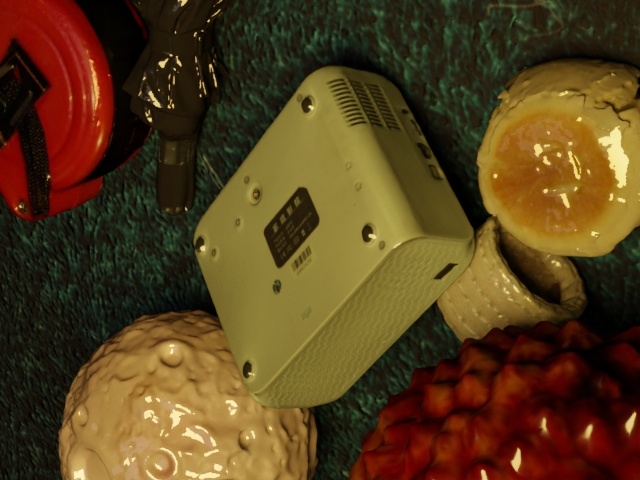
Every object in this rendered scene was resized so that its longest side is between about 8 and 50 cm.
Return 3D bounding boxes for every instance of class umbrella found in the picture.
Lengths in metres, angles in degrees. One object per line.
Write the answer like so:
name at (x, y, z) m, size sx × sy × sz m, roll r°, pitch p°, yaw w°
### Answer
umbrella at (-0.135, -0.174, 1.184) m, size 0.118 × 0.118 × 0.340 m, roll 24°, pitch 129°, yaw 24°

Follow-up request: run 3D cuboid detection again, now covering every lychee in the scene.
lychee at (0.221, 0.298, 0.920) m, size 0.425 × 0.425 × 0.499 m, roll -34°, pitch 85°, yaw 38°

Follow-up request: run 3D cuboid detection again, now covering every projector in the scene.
projector at (0.000, 0.000, 1.099) m, size 0.250 × 0.108 × 0.198 m, roll -50°, pitch 50°, yaw 37°

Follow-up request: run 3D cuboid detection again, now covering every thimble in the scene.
thimble at (0.160, 0.045, 1.061) m, size 0.090 × 0.102 × 0.115 m, roll -50°, pitch 49°, yaw 36°

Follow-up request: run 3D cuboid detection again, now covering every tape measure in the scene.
tape measure at (-0.291, -0.167, 1.272) m, size 0.253 × 0.114 × 0.260 m, roll 50°, pitch 127°, yaw 7°

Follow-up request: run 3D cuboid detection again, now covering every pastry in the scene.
pastry at (0.203, -0.066, 0.998) m, size 0.166 × 0.088 × 0.165 m, roll 10°, pitch 112°, yaw 27°

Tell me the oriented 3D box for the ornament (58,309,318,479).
ornament at (-0.124, 0.188, 1.210) m, size 0.259 × 0.259 × 0.225 m, roll 38°, pitch 95°, yaw 16°
